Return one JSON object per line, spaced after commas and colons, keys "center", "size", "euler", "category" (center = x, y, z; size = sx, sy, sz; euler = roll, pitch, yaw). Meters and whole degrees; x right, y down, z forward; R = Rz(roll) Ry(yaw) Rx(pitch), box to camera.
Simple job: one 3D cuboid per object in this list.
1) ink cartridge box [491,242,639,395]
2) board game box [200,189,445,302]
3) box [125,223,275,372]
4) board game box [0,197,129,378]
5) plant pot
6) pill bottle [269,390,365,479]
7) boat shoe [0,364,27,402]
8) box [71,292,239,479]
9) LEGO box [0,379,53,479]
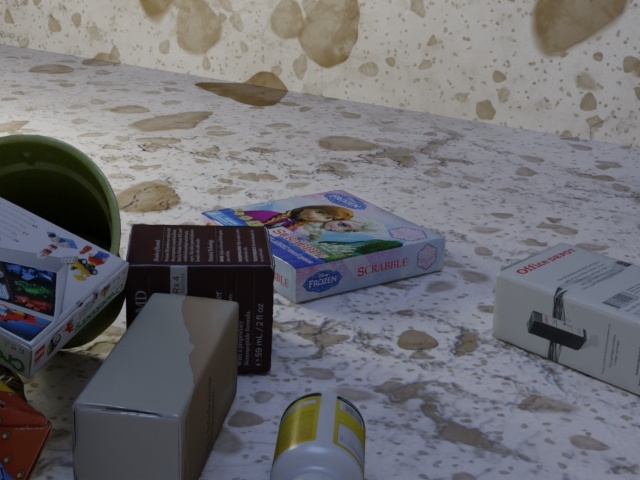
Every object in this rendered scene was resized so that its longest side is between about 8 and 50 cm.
{"center": [0.422, 0.110, 1.658], "size": [0.273, 0.114, 0.197], "euler": [22, 28, 40], "category": "ink cartridge box"}
{"center": [0.000, 0.000, 1.971], "size": [0.318, 0.066, 0.319], "euler": [-11, 24, -34], "category": "board game box"}
{"center": [-0.172, 0.081, 1.577], "size": [0.203, 0.168, 0.167], "euler": [0, 21, -7], "category": "box"}
{"center": [-0.406, 0.024, 1.292], "size": [0.305, 0.053, 0.193], "euler": [26, 38, 12], "category": "board game box"}
{"center": [-0.377, 0.033, 1.503], "size": [0.276, 0.276, 0.254], "euler": [5, -18, 6], "category": "plant pot"}
{"center": [-0.002, 0.252, 1.231], "size": [0.103, 0.103, 0.184], "euler": [4, 20, 3], "category": "pill bottle"}
{"center": [-0.419, 0.182, 1.442], "size": [0.056, 0.048, 0.153], "euler": [-7, 22, -24], "category": "boat shoe"}
{"center": [-0.187, 0.189, 1.320], "size": [0.121, 0.148, 0.311], "euler": [6, 22, 6], "category": "box"}
{"center": [-0.574, 0.132, 1.128], "size": [0.500, 0.193, 0.372], "euler": [24, -3, 45], "category": "LEGO box"}
